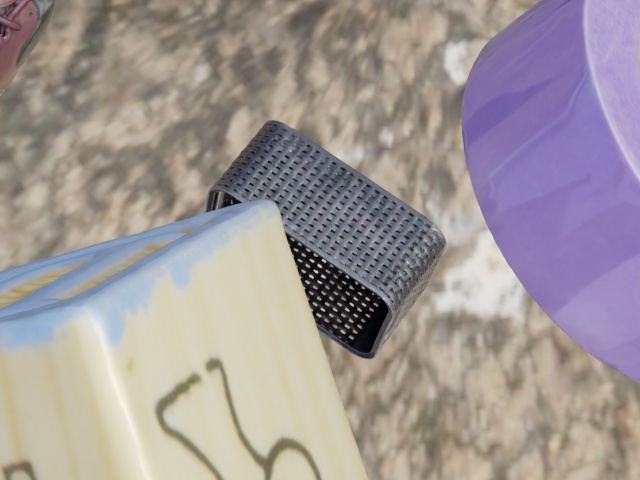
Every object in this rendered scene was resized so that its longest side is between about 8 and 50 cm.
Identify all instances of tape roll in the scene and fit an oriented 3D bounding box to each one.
[{"bbox_3d":[0.158,-0.034,0.812,0.189,0.189,0.080,48,134,-5],"label":"tape roll"}]

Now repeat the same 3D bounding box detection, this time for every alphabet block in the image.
[{"bbox_3d":[-0.104,0.113,0.833,0.193,0.192,0.197,-14,98,28],"label":"alphabet block"}]

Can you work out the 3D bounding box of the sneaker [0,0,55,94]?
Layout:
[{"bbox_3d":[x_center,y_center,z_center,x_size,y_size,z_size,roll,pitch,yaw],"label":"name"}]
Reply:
[{"bbox_3d":[-0.277,-0.151,1.328,0.106,0.281,0.162,40,96,4],"label":"sneaker"}]

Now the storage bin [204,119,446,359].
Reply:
[{"bbox_3d":[0.000,0.000,1.526,0.180,0.122,0.084,35,64,8],"label":"storage bin"}]
